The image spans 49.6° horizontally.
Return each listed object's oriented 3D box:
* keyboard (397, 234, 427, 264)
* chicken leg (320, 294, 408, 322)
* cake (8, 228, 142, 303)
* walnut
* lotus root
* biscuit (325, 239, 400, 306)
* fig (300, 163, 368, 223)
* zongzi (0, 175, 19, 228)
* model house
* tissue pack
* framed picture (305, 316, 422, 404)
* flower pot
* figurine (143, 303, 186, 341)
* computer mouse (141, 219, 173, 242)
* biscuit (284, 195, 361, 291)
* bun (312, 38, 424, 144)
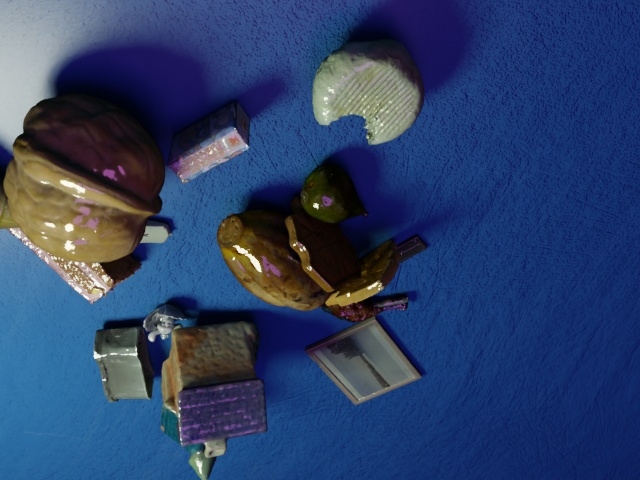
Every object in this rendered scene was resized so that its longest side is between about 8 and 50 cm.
[{"bbox_3d":[0.175,0.040,1.628,0.155,0.010,0.053,-31,128,18],"label":"keyboard"},{"bbox_3d":[0.094,0.152,1.690,0.253,0.051,0.106,9,123,-19],"label":"chicken leg"},{"bbox_3d":[-0.529,0.022,1.463,0.295,0.113,0.116,40,115,-21],"label":"cake"},{"bbox_3d":[-0.419,-0.105,1.261,0.285,0.285,0.297,23,93,-24],"label":"walnut"},{"bbox_3d":[-0.095,0.047,1.489,0.193,0.193,0.291,-33,127,19],"label":"lotus root"},{"bbox_3d":[0.105,0.082,1.520,0.212,0.238,0.041,-38,103,-5],"label":"biscuit"},{"bbox_3d":[0.034,-0.084,1.454,0.117,0.117,0.177,-34,146,20],"label":"fig"},{"bbox_3d":[-0.681,-0.043,1.374,0.228,0.115,0.256,-39,123,17],"label":"zongzi"},{"bbox_3d":[-0.254,0.398,1.662,0.245,0.280,0.312,-3,139,-19],"label":"model house"},{"bbox_3d":[-0.209,-0.186,1.316,0.155,0.116,0.065,-25,126,14],"label":"tissue pack"},{"bbox_3d":[0.120,0.330,1.863,0.213,0.016,0.289,-26,129,15],"label":"framed picture"},{"bbox_3d":[-0.481,0.306,1.708,0.108,0.103,0.229,-4,131,-3],"label":"flower pot"},{"bbox_3d":[-0.368,0.197,1.645,0.094,0.082,0.086,21,103,-48],"label":"figurine"},{"bbox_3d":[-0.373,-0.021,1.491,0.110,0.032,0.056,2,132,-22],"label":"computer mouse"},{"bbox_3d":[0.002,-0.001,1.455,0.034,0.182,0.215,-35,83,32],"label":"biscuit"},{"bbox_3d":[0.082,-0.278,1.270,0.203,0.127,0.212,-27,136,15],"label":"bun"}]
